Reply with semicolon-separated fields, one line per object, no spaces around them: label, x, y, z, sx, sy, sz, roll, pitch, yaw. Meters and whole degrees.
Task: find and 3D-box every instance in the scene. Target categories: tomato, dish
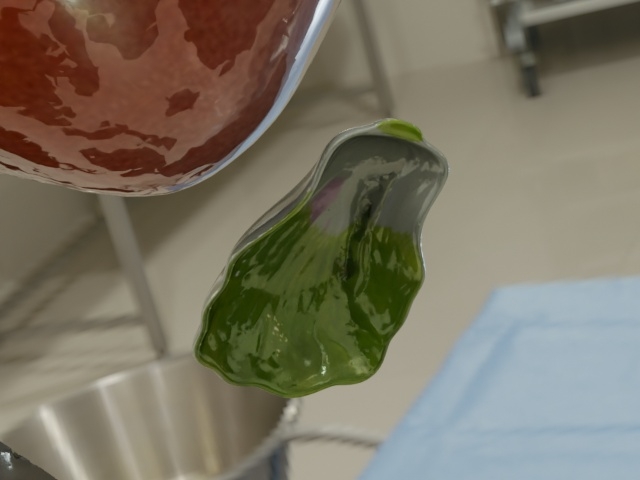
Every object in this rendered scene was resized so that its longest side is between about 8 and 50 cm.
tomato;-0.093;-0.179;0.718;0.341;0.273;0.341;-34;28;21
dish;0.000;0.000;0.740;0.091;0.137;0.039;12;29;-30

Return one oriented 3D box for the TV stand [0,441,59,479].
TV stand;-0.232;0.176;1.327;0.049;0.256;0.040;-57;-3;-20
